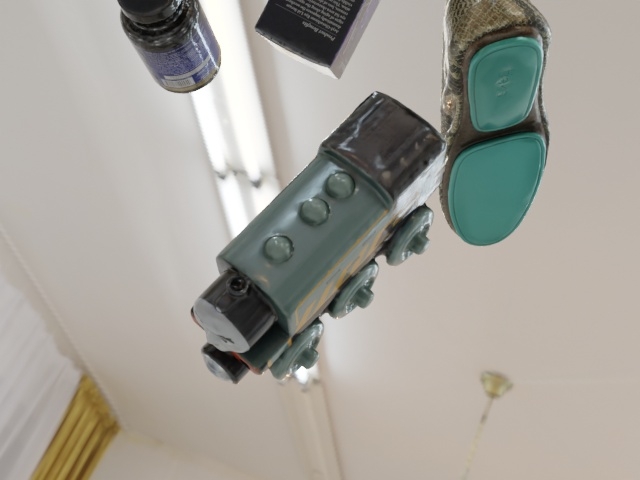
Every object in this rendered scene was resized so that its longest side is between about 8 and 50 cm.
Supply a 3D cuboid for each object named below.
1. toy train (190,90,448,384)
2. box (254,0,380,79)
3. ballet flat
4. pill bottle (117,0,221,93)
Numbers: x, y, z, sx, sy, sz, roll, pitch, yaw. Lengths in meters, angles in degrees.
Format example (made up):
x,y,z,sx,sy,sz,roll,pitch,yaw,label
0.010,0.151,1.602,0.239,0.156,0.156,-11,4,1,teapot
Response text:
x,y,z,sx,sy,sz,roll,pitch,yaw,label
0.000,0.000,0.981,0.142,0.334,0.190,40,-18,18,toy train
0.018,-0.323,1.224,0.108,0.207,0.153,28,7,3,box
0.232,-0.188,1.340,0.164,0.182,0.483,-12,-33,1,ballet flat
-0.231,-0.323,1.468,0.123,0.123,0.219,18,-15,13,pill bottle
